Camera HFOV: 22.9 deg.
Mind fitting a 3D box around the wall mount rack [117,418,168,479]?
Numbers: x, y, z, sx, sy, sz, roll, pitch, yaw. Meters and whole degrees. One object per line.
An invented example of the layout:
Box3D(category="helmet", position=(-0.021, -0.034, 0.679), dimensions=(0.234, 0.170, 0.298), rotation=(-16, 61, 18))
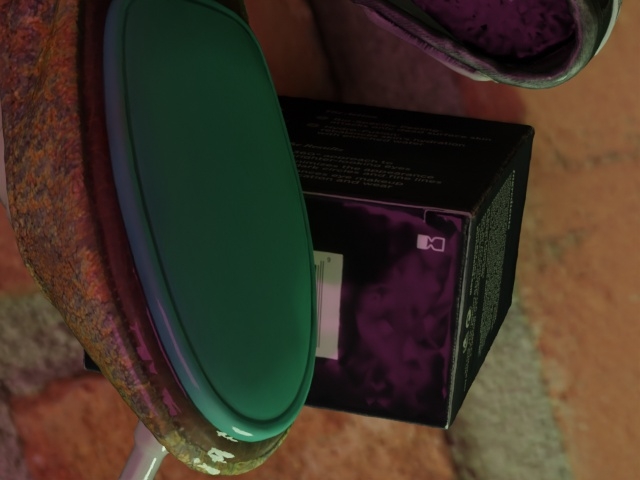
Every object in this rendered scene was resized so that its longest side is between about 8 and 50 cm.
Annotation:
Box3D(category="wall mount rack", position=(-0.023, 0.220, 0.682), dimensions=(0.350, 0.130, 0.304), rotation=(29, 145, 6))

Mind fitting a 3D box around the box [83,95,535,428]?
Box3D(category="box", position=(0.000, 0.000, 0.676), dimensions=(0.156, 0.158, 0.093), rotation=(8, 109, 14))

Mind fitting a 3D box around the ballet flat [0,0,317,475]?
Box3D(category="ballet flat", position=(-0.082, -0.083, 0.567), dimensions=(0.123, 0.123, 0.349), rotation=(-14, 78, 20))

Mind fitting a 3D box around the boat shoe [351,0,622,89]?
Box3D(category="boat shoe", position=(-0.010, -0.167, 0.650), dimensions=(0.306, 0.105, 0.113), rotation=(43, 114, -2))
